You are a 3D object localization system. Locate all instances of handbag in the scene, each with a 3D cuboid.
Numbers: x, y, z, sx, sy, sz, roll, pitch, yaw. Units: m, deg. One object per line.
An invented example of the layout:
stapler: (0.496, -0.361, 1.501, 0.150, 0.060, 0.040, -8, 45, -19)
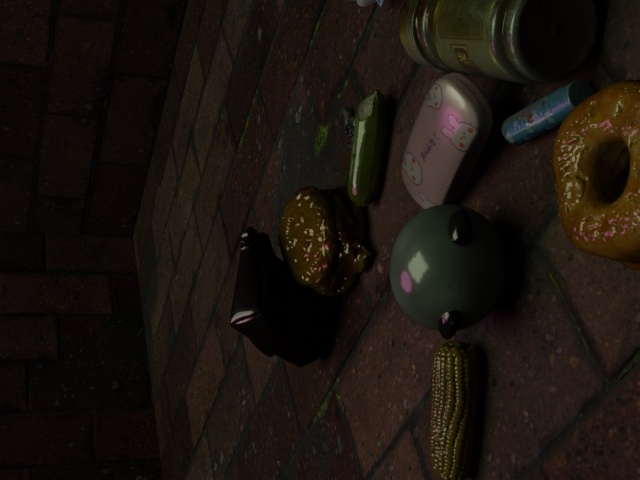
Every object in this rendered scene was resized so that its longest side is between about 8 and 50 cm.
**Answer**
handbag: (-0.097, 0.129, 1.938, 0.113, 0.285, 0.257, -22, 53, 25)

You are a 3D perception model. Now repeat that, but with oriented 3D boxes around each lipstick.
lipstick: (0.319, -0.178, 1.218, 0.158, 0.048, 0.048, 153, 117, -65)

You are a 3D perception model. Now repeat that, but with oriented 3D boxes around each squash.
squash: (0.096, -0.185, 1.735, 0.069, 0.069, 0.239, -144, 59, -64)

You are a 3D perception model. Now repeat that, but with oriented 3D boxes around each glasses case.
glasses case: (0.200, -0.150, 1.398, 0.113, 0.075, 0.297, 52, 155, 21)

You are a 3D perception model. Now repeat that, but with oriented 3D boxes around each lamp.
lamp: (0.195, 0.039, 1.354, 0.244, 0.197, 0.198, -82, -2, -82)

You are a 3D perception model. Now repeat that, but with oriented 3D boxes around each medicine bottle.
medicine bottle: (0.251, -0.315, 1.262, 0.322, 0.151, 0.151, -144, 60, -64)

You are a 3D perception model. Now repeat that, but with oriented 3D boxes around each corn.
corn: (0.214, 0.277, 1.388, 0.080, 0.080, 0.231, -173, 87, -68)

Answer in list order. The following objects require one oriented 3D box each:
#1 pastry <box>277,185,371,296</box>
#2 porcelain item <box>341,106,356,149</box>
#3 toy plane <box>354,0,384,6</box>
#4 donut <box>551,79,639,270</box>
pastry: (0.000, 0.000, 1.867, 0.240, 0.132, 0.235, 121, 145, -51)
porcelain item: (0.071, -0.231, 1.864, 0.136, 0.021, 0.075, -122, 36, -55)
toy plane: (0.117, -0.580, 1.659, 0.267, 0.122, 0.267, -175, 90, -66)
donut: (0.368, -0.079, 1.007, 0.226, 0.113, 0.227, -176, 90, -67)
